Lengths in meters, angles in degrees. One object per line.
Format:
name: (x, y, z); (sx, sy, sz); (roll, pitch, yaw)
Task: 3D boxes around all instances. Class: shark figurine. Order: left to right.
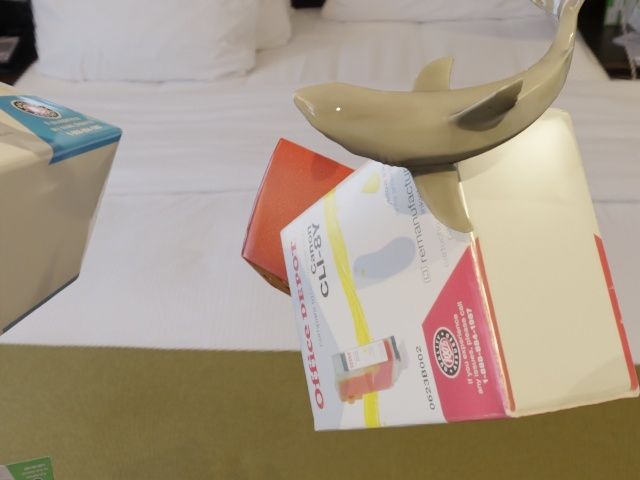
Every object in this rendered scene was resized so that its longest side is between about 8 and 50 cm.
shark figurine: (0.139, -0.122, 0.516); (0.278, 0.116, 0.166); (-33, 85, -10)

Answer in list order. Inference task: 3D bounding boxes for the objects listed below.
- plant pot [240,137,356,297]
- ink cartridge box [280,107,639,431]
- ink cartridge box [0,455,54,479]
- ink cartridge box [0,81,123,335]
plant pot: (0.000, 0.000, 1.333); (0.267, 0.267, 0.235); (28, 77, 24)
ink cartridge box: (0.113, 0.059, 0.753); (0.160, 0.385, 0.279); (-4, 76, -26)
ink cartridge box: (-0.392, 0.386, 0.806); (0.093, 0.160, 0.219); (-20, 76, 17)
ink cartridge box: (-0.400, -0.067, 0.508); (0.395, 0.166, 0.285); (22, 16, -1)
